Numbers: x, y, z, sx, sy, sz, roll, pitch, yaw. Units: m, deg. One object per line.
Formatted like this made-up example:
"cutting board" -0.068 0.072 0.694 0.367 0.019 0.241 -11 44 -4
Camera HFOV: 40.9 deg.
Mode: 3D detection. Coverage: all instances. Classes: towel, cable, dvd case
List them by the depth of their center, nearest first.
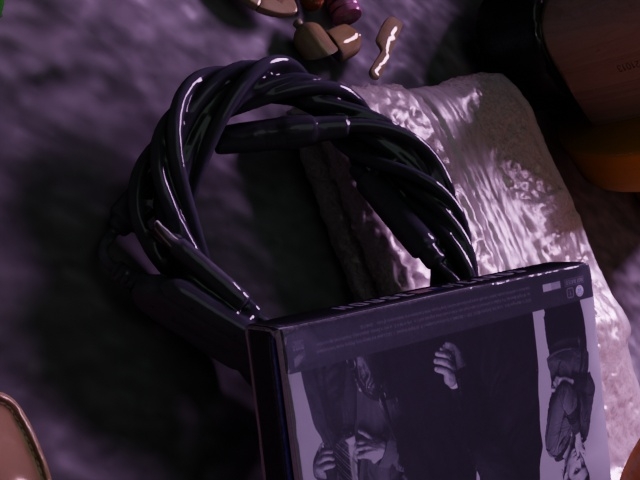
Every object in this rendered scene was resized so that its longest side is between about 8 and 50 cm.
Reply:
"dvd case" 0.064 0.139 0.373 0.179 0.029 0.239 -8 94 -34
"cable" 0.000 0.000 0.405 0.184 0.047 0.151 31 65 -10
"towel" 0.099 0.034 0.495 0.187 0.049 0.282 -14 80 -43

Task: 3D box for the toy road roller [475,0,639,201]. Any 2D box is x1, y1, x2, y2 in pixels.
"toy road roller" 0.283 -0.164 0.644 0.241 0.202 0.330 50 51 -27

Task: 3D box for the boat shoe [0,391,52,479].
"boat shoe" -0.102 0.114 0.291 0.050 0.045 0.135 -6 75 -42

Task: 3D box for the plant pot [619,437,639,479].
"plant pot" 0.289 0.170 0.435 0.203 0.291 0.291 12 64 -31

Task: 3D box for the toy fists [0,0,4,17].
"toy fists" -0.234 -0.106 0.247 0.279 0.096 0.142 -31 91 -42

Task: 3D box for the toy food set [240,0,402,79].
"toy food set" -0.011 -0.142 0.504 0.122 0.019 0.078 34 52 -14
